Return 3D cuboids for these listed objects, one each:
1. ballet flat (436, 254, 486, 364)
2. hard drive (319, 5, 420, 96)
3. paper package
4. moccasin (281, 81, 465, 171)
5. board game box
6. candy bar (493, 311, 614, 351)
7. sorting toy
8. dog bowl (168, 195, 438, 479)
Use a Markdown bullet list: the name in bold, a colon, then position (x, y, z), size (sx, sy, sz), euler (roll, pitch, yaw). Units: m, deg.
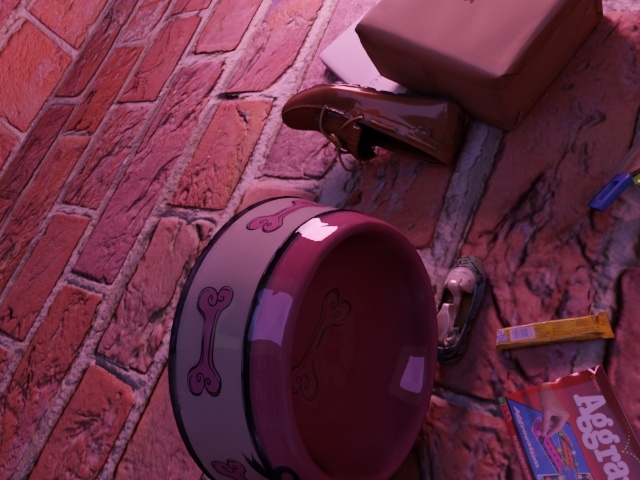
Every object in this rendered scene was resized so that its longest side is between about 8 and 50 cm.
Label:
- **ballet flat**: position (0.212, 0.098, 0.850), size (0.070, 0.070, 0.188), euler (1, 64, 35)
- **hard drive**: position (0.142, -0.411, 1.229), size (0.203, 0.040, 0.307), euler (-41, 47, 7)
- **paper package**: position (0.292, -0.410, 1.003), size (0.325, 0.168, 0.309), euler (36, 86, 33)
- **moccasin**: position (0.087, -0.215, 1.077), size (0.380, 0.139, 0.146), euler (16, 83, 22)
- **board game box**: position (0.333, 0.306, 0.663), size (0.145, 0.027, 0.281), euler (-25, 51, 18)
- **candy bar**: position (0.326, 0.132, 0.780), size (0.162, 0.018, 0.040), euler (-15, 52, 28)
- **sorting toy**: position (0.517, -0.163, 0.749), size (0.047, 0.196, 0.347), euler (41, 90, 5)
- **dog bowl**: position (0.013, 0.141, 0.718), size (0.150, 0.408, 0.407), euler (-2, 62, 40)
